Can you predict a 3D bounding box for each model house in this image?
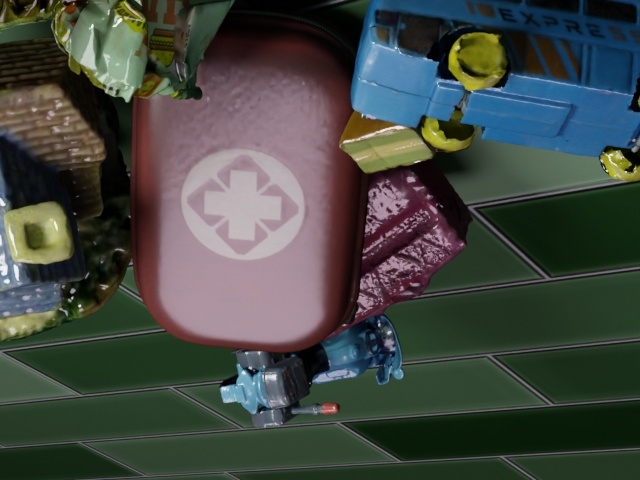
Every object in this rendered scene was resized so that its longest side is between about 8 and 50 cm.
[{"bbox_3d":[-0.308,-0.066,1.631,0.261,0.321,0.266,-11,175,-16],"label":"model house"}]

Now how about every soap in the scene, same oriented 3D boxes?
[{"bbox_3d":[0.000,0.000,1.801,0.325,0.127,0.220,-33,110,16],"label":"soap"}]

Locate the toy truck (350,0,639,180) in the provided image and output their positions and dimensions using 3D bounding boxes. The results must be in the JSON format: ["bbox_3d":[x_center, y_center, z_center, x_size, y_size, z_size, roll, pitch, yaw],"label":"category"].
[{"bbox_3d":[0.228,-0.171,1.461,0.385,0.162,0.161,10,155,-2],"label":"toy truck"}]

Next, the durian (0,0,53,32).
[{"bbox_3d":[-0.398,-0.232,1.583,0.394,0.163,0.198,-6,154,18],"label":"durian"}]

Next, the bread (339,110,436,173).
[{"bbox_3d":[0.071,-0.151,1.577,0.084,0.139,0.074,-12,151,25],"label":"bread"}]

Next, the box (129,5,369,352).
[{"bbox_3d":[-0.077,-0.058,1.644,0.263,0.108,0.404,4,117,2],"label":"box"}]

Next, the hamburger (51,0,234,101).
[{"bbox_3d":[-0.168,-0.223,1.446,0.125,0.214,0.235,11,156,19],"label":"hamburger"}]

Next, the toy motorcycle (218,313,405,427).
[{"bbox_3d":[0.000,0.149,1.910,0.182,0.123,0.272,-6,-167,41],"label":"toy motorcycle"}]
